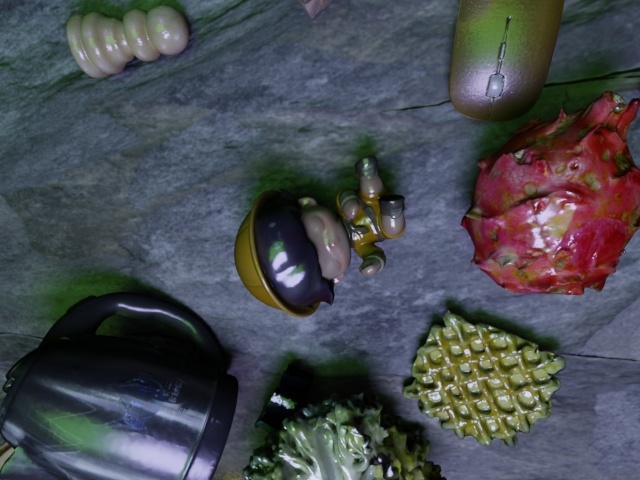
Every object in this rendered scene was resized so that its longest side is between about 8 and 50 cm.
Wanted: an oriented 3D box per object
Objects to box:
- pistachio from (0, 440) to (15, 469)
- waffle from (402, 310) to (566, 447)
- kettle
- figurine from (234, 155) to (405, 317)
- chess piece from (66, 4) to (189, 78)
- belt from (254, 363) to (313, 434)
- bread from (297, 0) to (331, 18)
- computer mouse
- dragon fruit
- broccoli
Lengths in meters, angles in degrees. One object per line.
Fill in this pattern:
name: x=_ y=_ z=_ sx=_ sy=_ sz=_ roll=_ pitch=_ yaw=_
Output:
pistachio: x=-0.495 y=0.402 z=0.839 sx=0.318 sy=0.193 sz=0.214 roll=-28 pitch=140 yaw=11
waffle: x=0.256 y=0.228 z=0.706 sx=0.223 sy=0.054 sz=0.204 roll=21 pitch=108 yaw=9
kettle: x=-0.315 y=0.237 z=0.716 sx=0.324 sy=0.320 sz=0.228 roll=25 pitch=146 yaw=-15
figurine: x=0.000 y=0.001 z=0.654 sx=0.257 sy=0.167 sz=0.192 roll=-22 pitch=85 yaw=-5
chess piece: x=-0.285 y=-0.311 z=0.683 sx=0.171 sy=0.094 sz=0.094 roll=-6 pitch=102 yaw=6
belt: x=-0.062 y=0.280 z=0.765 sx=0.058 sy=0.105 sz=0.140 roll=31 pitch=118 yaw=3
bread: x=-0.037 y=-0.387 z=0.591 sx=0.077 sy=0.105 sz=0.152 roll=-43 pitch=92 yaw=12
computer mouse: x=0.243 y=-0.283 z=0.581 sx=0.126 sy=0.056 sz=0.245 roll=9 pitch=107 yaw=11
dragon fruit: x=0.291 y=-0.056 z=0.556 sx=0.205 sy=0.210 sz=0.268 roll=7 pitch=113 yaw=-31
broccoli: x=0.028 y=0.408 z=0.700 sx=0.334 sy=0.324 sz=0.272 roll=-36 pitch=67 yaw=-1
